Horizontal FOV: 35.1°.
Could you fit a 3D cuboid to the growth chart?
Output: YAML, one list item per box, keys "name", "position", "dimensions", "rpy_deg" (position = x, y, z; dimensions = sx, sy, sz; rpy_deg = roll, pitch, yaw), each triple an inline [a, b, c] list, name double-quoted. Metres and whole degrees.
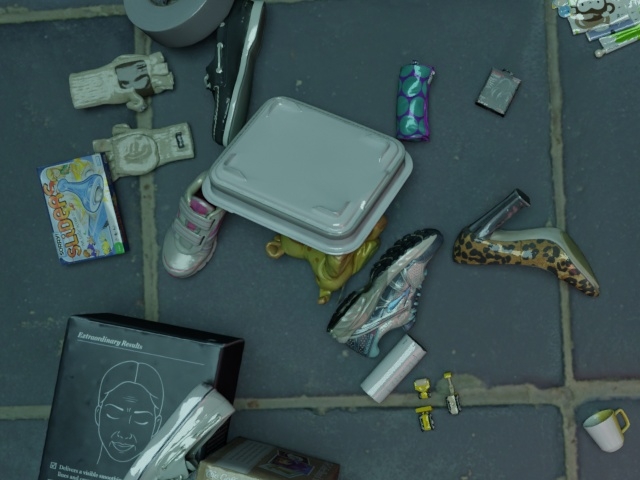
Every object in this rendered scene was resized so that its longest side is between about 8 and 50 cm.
- name: "growth chart"
  position: [0.531, -0.467, 1.930]
  dimensions: [0.172, 0.021, 0.237]
  rpy_deg: [-29, 84, 5]

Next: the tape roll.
- name: "tape roll"
  position: [-0.271, -0.485, 1.953]
  dimensions: [0.219, 0.072, 0.219]
  rpy_deg: [-9, 68, 23]

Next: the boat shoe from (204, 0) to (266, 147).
- name: "boat shoe"
  position: [-0.177, -0.326, 1.963]
  dimensions: [0.091, 0.114, 0.302]
  rpy_deg: [11, 76, 6]

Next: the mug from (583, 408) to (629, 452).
- name: "mug"
  position: [0.534, 0.351, 1.868]
  dimensions: [0.078, 0.062, 0.064]
  rpy_deg: [-30, 92, 11]

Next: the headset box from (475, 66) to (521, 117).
- name: "headset box"
  position: [0.342, -0.287, 1.936]
  dimensions: [0.062, 0.032, 0.083]
  rpy_deg: [27, 92, 7]

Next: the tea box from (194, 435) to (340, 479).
- name: "tea box"
  position: [-0.117, 0.546, 1.795]
  dimensions: [0.220, 0.329, 0.323]
  rpy_deg: [15, 88, 7]

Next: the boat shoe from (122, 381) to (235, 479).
- name: "boat shoe"
  position: [-0.248, 0.370, 1.731]
  dimensions: [0.088, 0.096, 0.267]
  rpy_deg: [37, 83, 11]

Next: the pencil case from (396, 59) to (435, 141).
- name: "pencil case"
  position: [0.181, -0.263, 1.936]
  dimensions: [0.070, 0.064, 0.151]
  rpy_deg: [3, 88, 32]

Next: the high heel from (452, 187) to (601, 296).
- name: "high heel"
  position: [0.384, 0.048, 1.907]
  dimensions: [0.261, 0.093, 0.186]
  rpy_deg: [46, 115, -6]

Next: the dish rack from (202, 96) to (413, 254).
- name: "dish rack"
  position: [-0.024, -0.139, 1.858]
  dimensions: [0.333, 0.072, 0.285]
  rpy_deg: [24, 57, 19]

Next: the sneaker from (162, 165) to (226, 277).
- name: "sneaker"
  position: [-0.237, -0.046, 1.948]
  dimensions: [0.103, 0.111, 0.252]
  rpy_deg: [25, 90, 7]

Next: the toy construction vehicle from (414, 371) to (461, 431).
- name: "toy construction vehicle"
  position: [0.222, 0.305, 1.922]
  dimensions: [0.086, 0.035, 0.098]
  rpy_deg: [-16, 83, 16]

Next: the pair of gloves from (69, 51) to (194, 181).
- name: "pair of gloves"
  position: [-0.373, -0.248, 2.010]
  dimensions: [0.204, 0.042, 0.240]
  rpy_deg: [-19, 90, 0]

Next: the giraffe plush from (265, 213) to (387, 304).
- name: "giraffe plush"
  position: [0.000, 0.000, 1.914]
  dimensions: [0.170, 0.181, 0.210]
  rpy_deg: [37, 126, 17]

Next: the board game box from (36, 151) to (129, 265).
- name: "board game box"
  position: [-0.467, -0.062, 1.994]
  dimensions: [0.136, 0.035, 0.201]
  rpy_deg: [-12, 97, 8]

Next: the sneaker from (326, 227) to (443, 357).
- name: "sneaker"
  position: [0.143, 0.100, 1.918]
  dimensions: [0.122, 0.110, 0.283]
  rpy_deg: [41, 95, -11]

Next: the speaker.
- name: "speaker"
  position: [0.138, 0.243, 1.919]
  dimensions: [0.055, 0.055, 0.136]
  rpy_deg: [42, 92, 7]

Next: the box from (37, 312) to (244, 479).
- name: "box"
  position: [-0.334, 0.352, 1.889]
  dimensions: [0.294, 0.212, 0.395]
  rpy_deg: [11, 89, 7]
